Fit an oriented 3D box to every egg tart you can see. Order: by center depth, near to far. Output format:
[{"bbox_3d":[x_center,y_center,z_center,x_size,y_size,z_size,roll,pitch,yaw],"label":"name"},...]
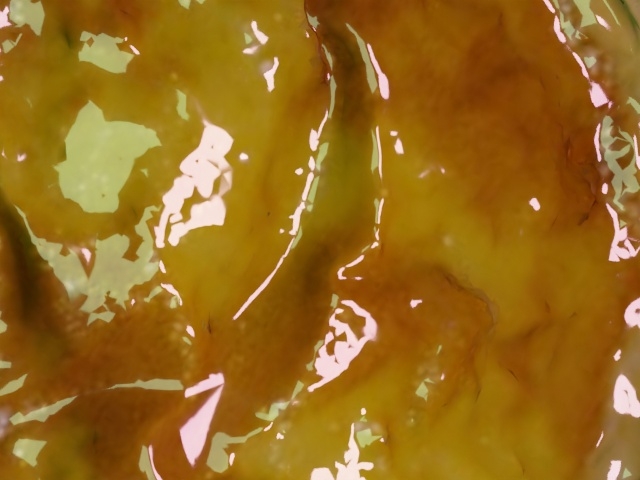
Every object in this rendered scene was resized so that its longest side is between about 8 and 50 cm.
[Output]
[{"bbox_3d":[0.000,-0.001,0.614,0.341,0.132,0.341,0,90,24],"label":"egg tart"}]
